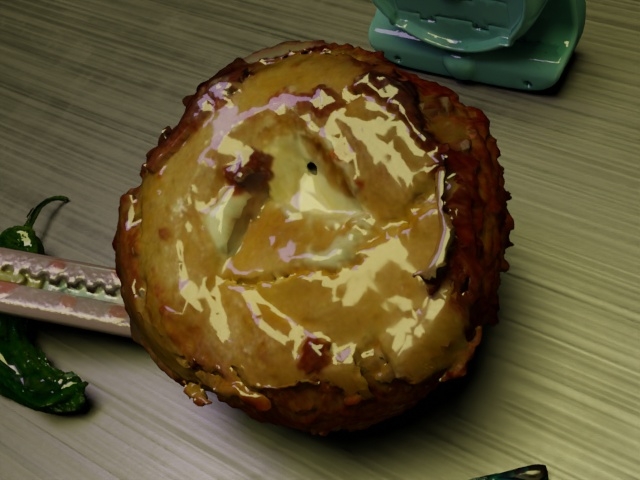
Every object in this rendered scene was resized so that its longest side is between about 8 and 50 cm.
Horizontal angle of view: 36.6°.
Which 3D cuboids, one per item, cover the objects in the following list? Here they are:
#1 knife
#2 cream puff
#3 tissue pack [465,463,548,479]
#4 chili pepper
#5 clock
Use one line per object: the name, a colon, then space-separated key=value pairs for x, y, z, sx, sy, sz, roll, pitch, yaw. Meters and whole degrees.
knife: x=-0.262 y=0.042 z=0.933 sx=0.398 sy=0.038 sz=0.132 roll=11 pitch=58 yaw=6
cream puff: x=0.000 y=-0.005 z=0.817 sx=0.350 sy=0.228 sz=0.350 roll=-3 pitch=80 yaw=19
tissue pack: x=0.141 y=0.240 z=0.730 sx=0.085 sy=0.028 sz=0.138 roll=-12 pitch=51 yaw=11
chili pepper: x=-0.306 y=0.062 z=0.981 sx=0.122 sy=0.065 sz=0.279 roll=-14 pitch=55 yaw=-7
clock: x=0.128 y=-0.270 z=0.926 sx=0.223 sy=0.274 sz=0.094 roll=16 pitch=64 yaw=29
